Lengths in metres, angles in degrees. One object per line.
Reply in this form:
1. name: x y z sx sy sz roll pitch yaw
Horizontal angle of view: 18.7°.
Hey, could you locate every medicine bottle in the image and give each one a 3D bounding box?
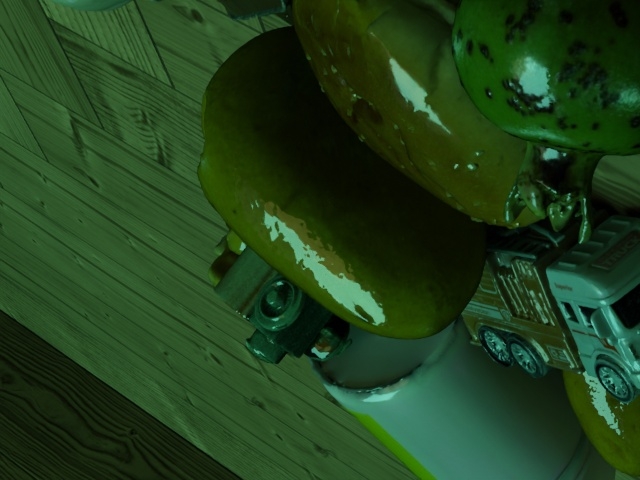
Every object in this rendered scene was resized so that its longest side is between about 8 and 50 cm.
1. medicine bottle: 0.175 0.187 2.236 0.213 0.213 0.378 19 159 50

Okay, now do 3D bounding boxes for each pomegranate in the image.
1. pomegranate: 0.202 -0.128 1.503 0.211 0.263 0.211 10 -171 -2

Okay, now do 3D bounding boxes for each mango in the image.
1. mango: 0.026 -0.057 1.930 0.365 0.253 0.182 55 159 27
2. mango: 0.327 0.168 2.089 0.227 0.109 0.147 59 179 -41

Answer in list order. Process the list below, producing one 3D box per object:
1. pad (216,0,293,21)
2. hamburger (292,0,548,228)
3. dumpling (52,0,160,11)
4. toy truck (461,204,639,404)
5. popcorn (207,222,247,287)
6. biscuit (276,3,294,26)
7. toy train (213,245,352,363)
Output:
1. pad: -0.149 -0.341 1.991 0.286 0.018 0.284 49 172 -12
2. hamburger: 0.113 -0.144 1.733 0.314 0.170 0.290 49 173 -22
3. dumpling: -0.217 -0.301 1.986 0.193 0.147 0.258 29 -158 -14
4. toy truck: 0.250 0.043 1.932 0.305 0.136 0.162 13 136 60
5. popcorn: -0.010 0.011 2.315 0.253 0.191 0.190 32 -175 41
6. biscuit: -0.061 -0.276 2.027 0.130 0.019 0.119 50 165 -17
7. toy train: 0.000 0.000 2.139 0.116 0.285 0.177 34 -176 -43
